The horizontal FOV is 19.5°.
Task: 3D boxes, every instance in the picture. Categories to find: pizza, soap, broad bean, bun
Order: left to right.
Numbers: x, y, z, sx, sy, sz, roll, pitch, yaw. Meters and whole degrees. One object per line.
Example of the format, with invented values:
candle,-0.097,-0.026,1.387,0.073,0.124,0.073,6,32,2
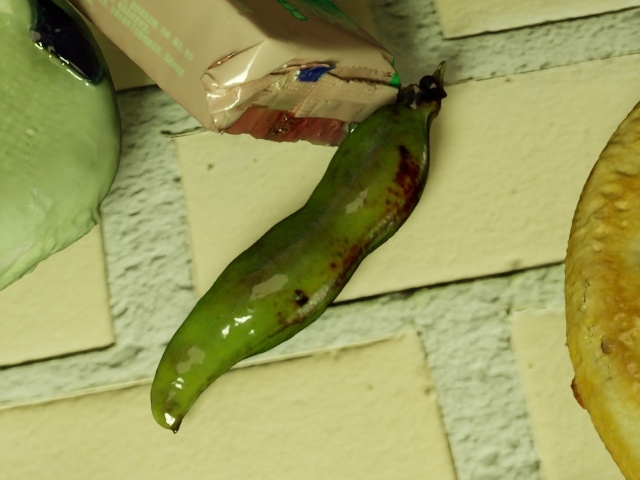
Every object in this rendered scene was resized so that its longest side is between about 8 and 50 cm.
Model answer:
bun,-0.292,-0.072,1.293,0.293,0.187,0.293,9,60,-16
soap,-0.084,-0.172,1.354,0.273,0.218,0.098,44,110,29
broad bean,0.000,0.000,1.278,0.077,0.061,0.339,26,60,30
pizza,0.290,0.041,1.188,0.277,0.114,0.409,-10,55,0
